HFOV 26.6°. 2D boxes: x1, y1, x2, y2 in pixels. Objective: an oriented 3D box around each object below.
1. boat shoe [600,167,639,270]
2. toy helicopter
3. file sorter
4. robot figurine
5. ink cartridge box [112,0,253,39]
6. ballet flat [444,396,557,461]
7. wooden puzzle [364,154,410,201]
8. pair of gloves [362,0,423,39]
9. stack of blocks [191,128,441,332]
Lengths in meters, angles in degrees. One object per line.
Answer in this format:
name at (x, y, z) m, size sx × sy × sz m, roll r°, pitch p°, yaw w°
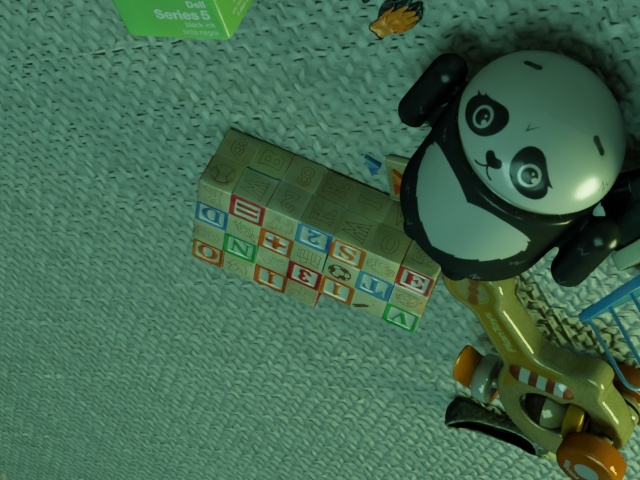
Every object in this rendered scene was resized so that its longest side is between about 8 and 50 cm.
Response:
boat shoe at (0.361, -0.080, 1.235) m, size 0.113 × 0.127 × 0.340 m, roll 66°, pitch 156°, yaw 11°
toy helicopter at (0.241, 0.140, 1.636) m, size 0.235 × 0.140 × 0.355 m, roll 2°, pitch 136°, yaw 48°
file sorter at (0.375, 0.072, 1.394) m, size 0.104 × 0.118 × 0.170 m, roll 63°, pitch 149°, yaw 12°
robot figurine at (0.179, -0.064, 1.322) m, size 0.209 × 0.173 × 0.278 m, roll 14°, pitch 150°, yaw -13°
ink cartridge box at (-0.126, -0.336, 1.134) m, size 0.115 × 0.198 × 0.273 m, roll 8°, pitch 144°, yaw 27°
ballet flat at (0.252, 0.269, 1.863) m, size 0.173 × 0.049 × 0.057 m, roll 22°, pitch 149°, yaw 8°
wooden puzzle at (0.108, -0.063, 1.529) m, size 0.116 × 0.014 × 0.078 m, roll 11°, pitch 144°, yaw 24°
pair of gloves at (0.057, -0.234, 1.325) m, size 0.083 × 0.010 × 0.074 m, roll 42°, pitch 145°, yaw -21°
stack of blocks at (0.000, 0.000, 1.626) m, size 0.297 × 0.087 × 0.171 m, roll 23°, pitch 148°, yaw 6°
